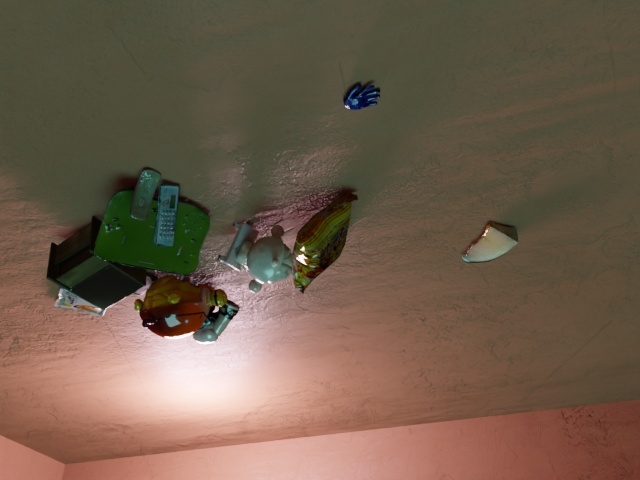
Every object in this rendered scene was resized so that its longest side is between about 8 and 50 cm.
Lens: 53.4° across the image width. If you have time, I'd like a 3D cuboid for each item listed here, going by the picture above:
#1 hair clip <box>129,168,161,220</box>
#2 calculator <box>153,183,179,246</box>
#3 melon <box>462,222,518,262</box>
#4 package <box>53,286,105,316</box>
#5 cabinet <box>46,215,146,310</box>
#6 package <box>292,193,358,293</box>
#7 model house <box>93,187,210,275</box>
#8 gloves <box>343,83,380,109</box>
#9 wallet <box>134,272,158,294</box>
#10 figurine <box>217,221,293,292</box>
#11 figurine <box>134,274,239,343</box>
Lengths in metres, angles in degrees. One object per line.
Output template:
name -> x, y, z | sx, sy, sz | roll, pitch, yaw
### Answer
hair clip -> -0.459, -0.120, 1.663 | 0.054, 0.137, 0.022 | 18, 179, -36
calculator -> -0.414, -0.066, 1.711 | 0.057, 0.172, 0.018 | 2, -167, -35
melon -> 0.508, 0.018, 1.918 | 0.098, 0.054, 0.182 | 14, 142, -10
package -> -0.816, 0.208, 2.185 | 0.171, 0.027, 0.173 | 16, 145, -22
cabinet -> -0.652, 0.066, 1.870 | 0.175, 0.148, 0.215 | -30, 137, 17
package -> -0.004, 0.004, 1.783 | 0.108, 0.223, 0.288 | 32, 146, 19
model house -> -0.481, -0.035, 1.781 | 0.294, 0.207, 0.154 | 15, -174, -34
gloves -> 0.094, -0.327, 1.446 | 0.086, 0.026, 0.064 | -9, 142, 12
wallet -> -0.651, 0.109, 2.048 | 0.232, 0.031, 0.122 | 26, 133, -35
figurine -> -0.163, 0.038, 1.774 | 0.256, 0.182, 0.144 | 10, 142, 50
figurine -> -0.450, 0.231, 2.078 | 0.320, 0.196, 0.323 | -15, 153, 30
